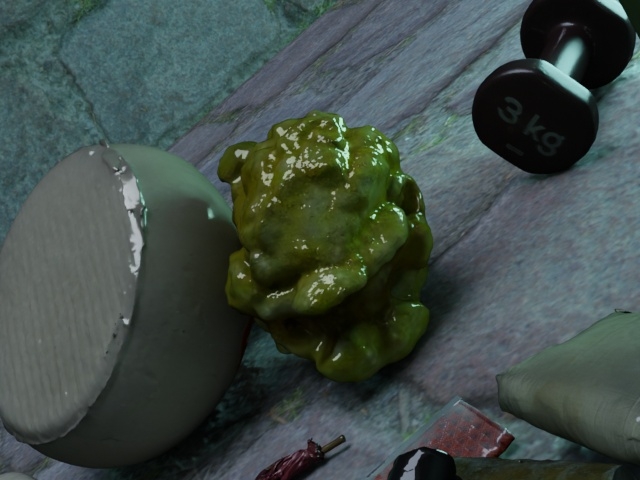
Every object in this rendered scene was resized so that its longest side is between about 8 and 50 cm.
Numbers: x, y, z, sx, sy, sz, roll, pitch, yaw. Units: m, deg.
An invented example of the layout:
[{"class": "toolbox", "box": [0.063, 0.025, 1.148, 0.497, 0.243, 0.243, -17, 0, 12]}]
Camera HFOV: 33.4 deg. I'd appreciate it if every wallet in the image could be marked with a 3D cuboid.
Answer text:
[{"class": "wallet", "box": [0.063, 0.207, 0.853, 0.196, 0.020, 0.103, -41, 18, -9]}]

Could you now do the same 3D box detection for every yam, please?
[{"class": "yam", "box": [0.134, 0.180, 0.704, 0.179, 0.078, 0.078, -15, 29, 49]}]

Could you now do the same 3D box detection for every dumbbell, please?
[{"class": "dumbbell", "box": [0.269, -0.188, 1.215, 0.225, 0.140, 0.124, -57, 2, -42]}]

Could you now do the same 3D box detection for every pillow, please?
[{"class": "pillow", "box": [0.212, 0.095, 0.719, 0.134, 0.078, 0.181, -22, 11, -22]}]

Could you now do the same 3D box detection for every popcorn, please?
[{"class": "popcorn", "box": [0.000, 0.000, 1.092, 0.235, 0.250, 0.242, -36, 19, -20]}]

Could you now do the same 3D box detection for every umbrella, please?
[{"class": "umbrella", "box": [-0.046, 0.224, 1.001, 0.165, 0.025, 0.027, -35, 36, 14]}]

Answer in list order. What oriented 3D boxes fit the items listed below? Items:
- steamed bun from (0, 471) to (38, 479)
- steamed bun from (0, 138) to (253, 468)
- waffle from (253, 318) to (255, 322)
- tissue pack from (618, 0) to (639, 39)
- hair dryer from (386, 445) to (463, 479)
[{"class": "steamed bun", "box": [-0.302, 0.325, 1.035, 0.242, 0.146, 0.164, -14, 33, 53]}, {"class": "steamed bun", "box": [-0.217, 0.081, 1.244, 0.374, 0.241, 0.374, -23, 58, 42]}, {"class": "waffle", "box": [-0.108, 0.067, 1.427, 0.234, 0.055, 0.221, -34, 19, 12]}, {"class": "tissue pack", "box": [0.345, -0.118, 0.591, 0.266, 0.356, 0.194, -37, 22, 2]}, {"class": "hair dryer", "box": [0.107, 0.241, 0.502, 0.302, 0.116, 0.244, 4, 67, 39]}]
